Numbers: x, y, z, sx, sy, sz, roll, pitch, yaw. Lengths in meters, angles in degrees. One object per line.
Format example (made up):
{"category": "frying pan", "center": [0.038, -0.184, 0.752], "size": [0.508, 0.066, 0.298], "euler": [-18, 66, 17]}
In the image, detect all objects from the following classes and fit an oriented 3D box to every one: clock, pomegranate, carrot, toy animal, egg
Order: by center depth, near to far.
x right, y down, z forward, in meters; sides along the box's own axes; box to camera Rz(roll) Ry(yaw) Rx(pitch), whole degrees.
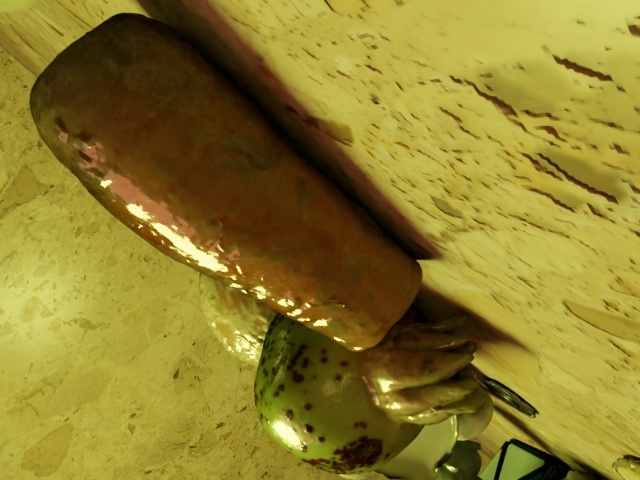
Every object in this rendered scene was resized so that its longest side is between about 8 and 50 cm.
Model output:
{"category": "carrot", "center": [-0.062, -0.028, 0.367], "size": [0.302, 0.138, 0.139], "euler": [42, 170, -16]}
{"category": "pomegranate", "center": [0.063, 0.159, 0.541], "size": [0.277, 0.222, 0.203], "euler": [8, 134, 39]}
{"category": "clock", "center": [0.247, 0.208, 0.640], "size": [0.074, 0.010, 0.083], "euler": [39, 170, 3]}
{"category": "egg", "center": [-0.075, 0.088, 0.742], "size": [0.245, 0.203, 0.203], "euler": [45, 170, 0]}
{"category": "toy animal", "center": [0.142, 0.266, 0.766], "size": [0.289, 0.249, 0.174], "euler": [-16, -93, -59]}
{"category": "toy animal", "center": [0.225, 0.445, 0.812], "size": [0.138, 0.108, 0.236], "euler": [5, 111, 42]}

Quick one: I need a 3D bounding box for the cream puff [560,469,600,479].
{"category": "cream puff", "center": [0.362, 0.487, 0.601], "size": [0.378, 0.378, 0.275], "euler": [33, 169, 32]}

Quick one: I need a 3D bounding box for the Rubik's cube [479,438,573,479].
{"category": "Rubik's cube", "center": [0.417, 0.555, 0.892], "size": [0.248, 0.250, 0.246], "euler": [40, 170, 9]}

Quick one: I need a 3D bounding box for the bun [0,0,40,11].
{"category": "bun", "center": [-0.279, -0.220, 0.314], "size": [0.178, 0.128, 0.193], "euler": [26, 166, 49]}

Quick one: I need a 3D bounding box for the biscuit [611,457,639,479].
{"category": "biscuit", "center": [0.349, 0.257, 0.448], "size": [0.152, 0.020, 0.152], "euler": [38, 171, 7]}
